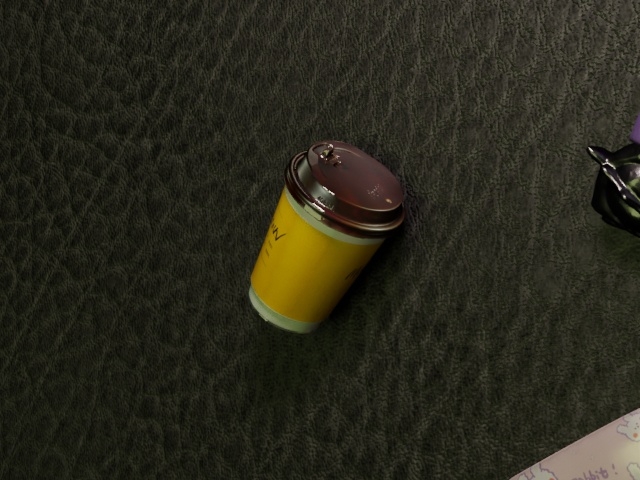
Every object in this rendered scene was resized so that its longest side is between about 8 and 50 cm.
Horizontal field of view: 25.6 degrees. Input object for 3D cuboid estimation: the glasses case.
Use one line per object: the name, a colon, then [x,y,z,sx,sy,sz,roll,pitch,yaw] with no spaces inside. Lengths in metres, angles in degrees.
glasses case: [0.366,0.324,1.894,0.297,0.075,0.113,-37,69,33]

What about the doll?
doll: [0.440,-0.035,1.840,0.127,0.088,0.249,-47,69,7]

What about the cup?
cup: [0.000,0.000,2.154,0.196,0.196,0.280,48,126,30]

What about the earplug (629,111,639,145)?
earplug: [0.540,-0.296,1.677,0.215,0.215,0.456,24,102,38]
